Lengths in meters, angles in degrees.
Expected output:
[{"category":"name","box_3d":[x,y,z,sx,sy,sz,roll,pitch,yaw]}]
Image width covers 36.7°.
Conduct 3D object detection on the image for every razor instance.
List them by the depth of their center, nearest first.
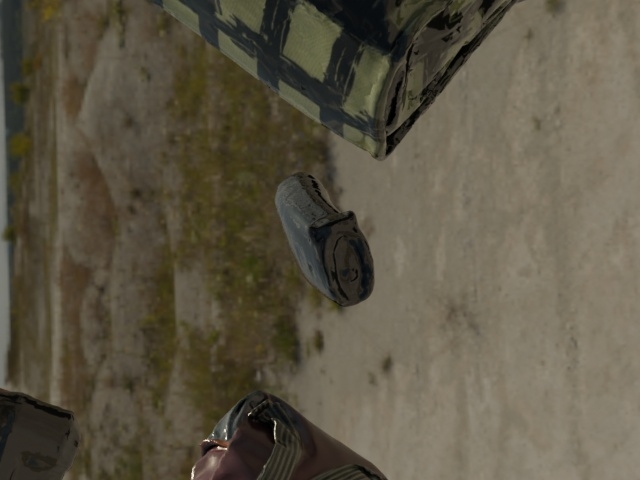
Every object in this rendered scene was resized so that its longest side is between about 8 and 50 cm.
[{"category":"razor","box_3d":[0.000,0.000,0.845,0.148,0.054,0.090,-129,19,-64]}]

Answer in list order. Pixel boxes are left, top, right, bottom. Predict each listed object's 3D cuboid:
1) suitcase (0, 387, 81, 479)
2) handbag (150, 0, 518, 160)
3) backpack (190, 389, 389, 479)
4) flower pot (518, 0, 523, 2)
[{"category":"suitcase","box_3d":[-0.202,0.190,0.532,0.285,0.066,0.206,142,146,-68]},{"category":"handbag","box_3d":[0.023,-0.272,0.771,0.325,0.327,0.162,37,150,15]},{"category":"backpack","box_3d":[-0.065,0.374,1.278,0.317,0.283,0.197,-45,-15,-52]},{"category":"flower pot","box_3d":[0.204,-0.483,1.446,0.265,0.265,0.243,-135,31,-65]}]
